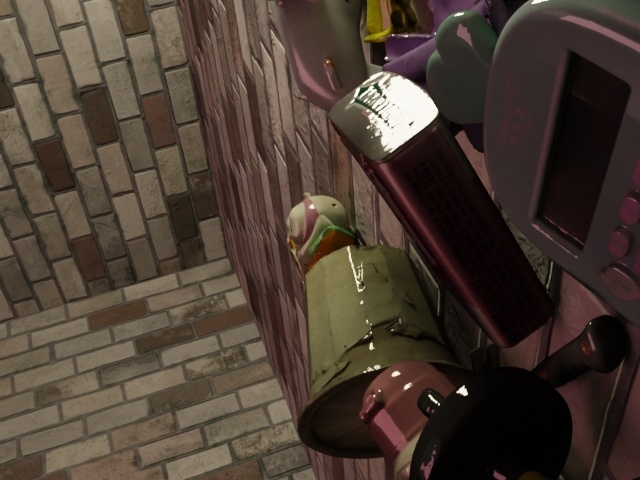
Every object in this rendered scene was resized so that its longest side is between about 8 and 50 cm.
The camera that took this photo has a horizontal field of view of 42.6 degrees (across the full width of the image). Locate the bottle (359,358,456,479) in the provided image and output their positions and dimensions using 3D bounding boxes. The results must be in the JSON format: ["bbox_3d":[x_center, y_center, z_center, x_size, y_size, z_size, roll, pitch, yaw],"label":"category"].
[{"bbox_3d":[0.137,0.219,0.748,0.253,0.120,0.120,51,159,27],"label":"bottle"}]

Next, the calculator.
[{"bbox_3d":[0.165,-0.028,0.412,0.299,0.041,0.185,44,158,31],"label":"calculator"}]

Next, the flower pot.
[{"bbox_3d":[0.066,0.116,0.954,0.212,0.212,0.202,90,173,-54],"label":"flower pot"}]

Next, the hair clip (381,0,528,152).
[{"bbox_3d":[0.117,-0.132,0.604,0.278,0.090,0.137,-152,51,-80],"label":"hair clip"}]

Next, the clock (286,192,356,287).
[{"bbox_3d":[0.000,0.000,1.283,0.144,0.103,0.231,65,169,2],"label":"clock"}]

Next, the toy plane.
[{"bbox_3d":[0.006,-0.239,0.910,0.245,0.117,0.244,-21,-90,-83],"label":"toy plane"}]

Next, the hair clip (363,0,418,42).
[{"bbox_3d":[0.054,-0.277,0.776,0.072,0.046,0.173,22,129,64],"label":"hair clip"}]

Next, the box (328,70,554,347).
[{"bbox_3d":[0.100,-0.021,0.661,0.224,0.069,0.120,53,-179,-31],"label":"box"}]

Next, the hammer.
[{"bbox_3d":[0.191,0.121,0.710,0.287,0.033,0.111,106,145,-69],"label":"hammer"}]

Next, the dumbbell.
[{"bbox_3d":[0.166,0.190,0.574,0.325,0.143,0.143,36,142,55],"label":"dumbbell"}]
